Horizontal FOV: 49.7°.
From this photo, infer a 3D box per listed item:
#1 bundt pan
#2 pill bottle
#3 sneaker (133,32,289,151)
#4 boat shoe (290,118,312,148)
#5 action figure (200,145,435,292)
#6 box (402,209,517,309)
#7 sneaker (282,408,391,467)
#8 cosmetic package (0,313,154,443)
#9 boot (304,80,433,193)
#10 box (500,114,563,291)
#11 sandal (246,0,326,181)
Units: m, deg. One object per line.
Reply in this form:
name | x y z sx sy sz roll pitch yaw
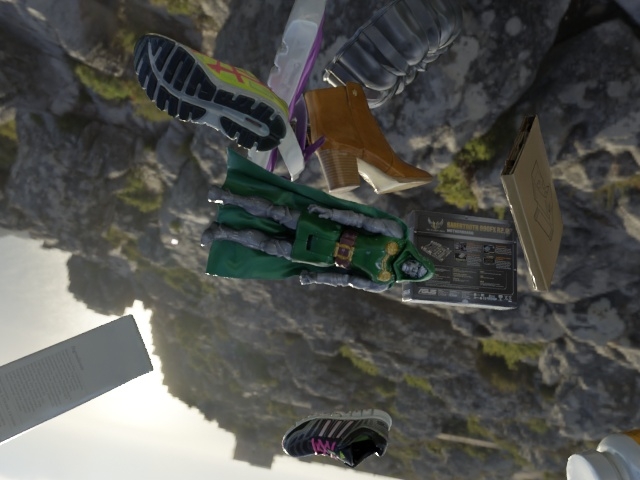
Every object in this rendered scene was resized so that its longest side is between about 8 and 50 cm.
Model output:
bundt pan | 0.168 -0.401 1.460 0.124 0.331 0.331 51 158 2
pill bottle | 0.445 0.309 0.921 0.208 0.117 0.117 -8 164 -11
sneaker | -0.128 -0.183 0.836 0.208 0.094 0.081 33 121 -4
boat shoe | -0.018 -0.214 1.499 0.183 0.065 0.083 19 -150 23
action figure | 0.000 0.000 0.686 0.232 0.137 0.063 13 -161 8
box | 0.283 0.042 1.402 0.231 0.183 0.056 5 168 -13
sneaker | 0.025 0.302 1.031 0.170 0.075 0.063 -11 120 4
cosmetic package | -0.332 0.175 0.835 0.231 0.085 0.117 -21 177 -36
boot | 0.102 -0.202 1.353 0.295 0.211 0.104 -4 171 -42
box | 0.308 -0.055 0.988 0.021 0.164 0.201 -5 125 33
sandal | -0.043 -0.156 1.011 0.102 0.169 0.416 18 138 -4
